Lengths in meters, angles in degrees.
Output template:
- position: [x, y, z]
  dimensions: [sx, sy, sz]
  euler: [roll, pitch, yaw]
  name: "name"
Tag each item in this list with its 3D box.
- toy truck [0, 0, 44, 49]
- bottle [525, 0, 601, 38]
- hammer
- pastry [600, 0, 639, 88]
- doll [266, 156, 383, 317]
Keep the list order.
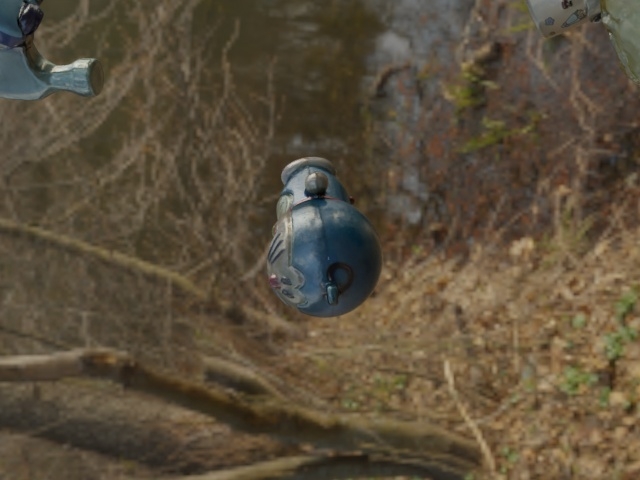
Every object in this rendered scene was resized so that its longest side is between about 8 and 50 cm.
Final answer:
- position: [-0.255, -0.160, 0.887]
  dimensions: [0.074, 0.063, 0.136]
  euler: [-41, 31, 30]
  name: "toy truck"
- position: [0.326, -0.310, 1.410]
  dimensions: [0.099, 0.152, 0.099]
  euler: [54, -154, -42]
  name: "bottle"
- position: [-0.286, -0.220, 1.021]
  dimensions: [0.227, 0.158, 0.041]
  euler: [86, -168, -46]
  name: "hammer"
- position: [0.292, -0.182, 0.745]
  dimensions: [0.120, 0.235, 0.257]
  euler: [18, 136, 59]
  name: "pastry"
- position: [0.000, 0.000, 0.866]
  dimensions: [0.152, 0.085, 0.114]
  euler: [-102, 4, -53]
  name: "doll"
